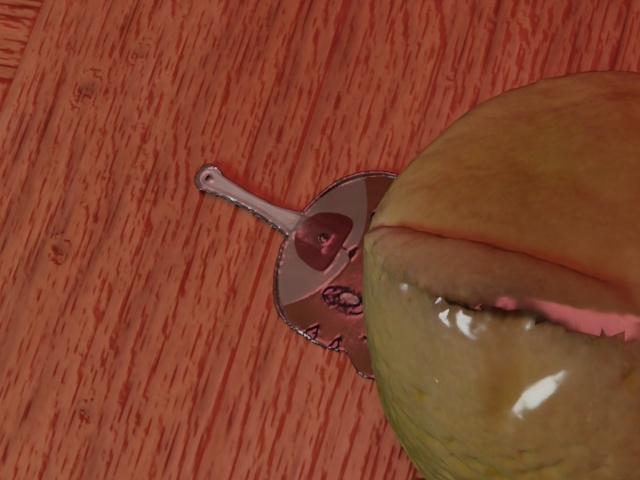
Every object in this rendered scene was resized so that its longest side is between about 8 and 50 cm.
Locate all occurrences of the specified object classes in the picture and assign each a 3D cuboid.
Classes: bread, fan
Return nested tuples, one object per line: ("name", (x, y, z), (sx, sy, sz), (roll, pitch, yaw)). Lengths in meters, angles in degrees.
("bread", (0.183, 0.049, 1.227), (0.321, 0.237, 0.320), (-4, 47, 4))
("fan", (0.000, 0.000, 1.409), (0.227, 0.008, 0.152), (27, 74, 21))

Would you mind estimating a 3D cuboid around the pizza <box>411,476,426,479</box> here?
("pizza", (0.071, 0.263, 1.241), (0.188, 0.062, 0.199), (39, 79, 27))
